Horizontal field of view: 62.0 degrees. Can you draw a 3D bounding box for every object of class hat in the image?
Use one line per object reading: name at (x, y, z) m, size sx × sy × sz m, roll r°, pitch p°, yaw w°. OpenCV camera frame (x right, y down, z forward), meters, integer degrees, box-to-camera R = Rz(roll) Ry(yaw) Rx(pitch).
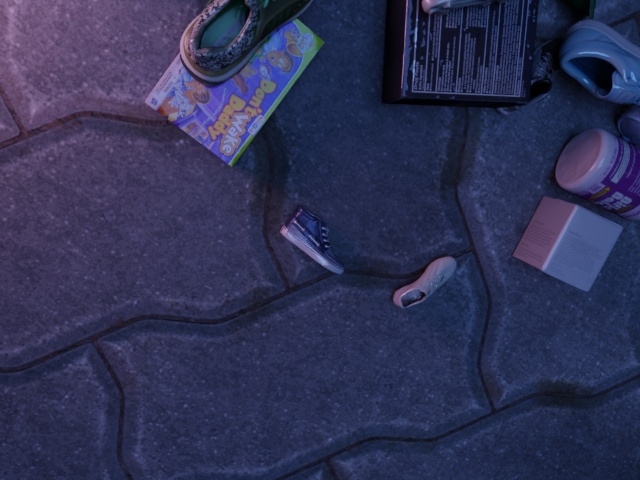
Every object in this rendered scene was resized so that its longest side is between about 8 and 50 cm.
hat at (0.560, -0.619, 1.268) m, size 0.183 × 0.173 × 0.209 m, roll 8°, pitch 104°, yaw 25°

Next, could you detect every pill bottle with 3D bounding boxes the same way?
pill bottle at (0.766, -0.150, 1.341) m, size 0.301 × 0.169 × 0.169 m, roll 22°, pitch 98°, yaw -12°

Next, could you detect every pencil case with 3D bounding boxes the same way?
pencil case at (0.886, -0.358, 1.339) m, size 0.124 × 0.113 × 0.273 m, roll 44°, pitch 92°, yaw 8°

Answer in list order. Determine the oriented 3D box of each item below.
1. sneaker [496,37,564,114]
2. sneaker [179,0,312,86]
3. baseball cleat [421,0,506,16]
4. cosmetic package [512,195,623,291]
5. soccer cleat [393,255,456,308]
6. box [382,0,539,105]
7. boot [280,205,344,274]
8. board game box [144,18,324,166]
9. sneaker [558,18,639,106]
sneaker at (0.531, -0.390, 1.270) m, size 0.086 × 0.132 × 0.229 m, roll 40°, pitch 94°, yaw -15°
sneaker at (-0.117, -0.477, 1.044) m, size 0.158 × 0.182 × 0.410 m, roll 39°, pitch 94°, yaw -15°
baseball cleat at (0.297, -0.513, 1.055) m, size 0.205 × 0.072 × 0.110 m, roll -14°, pitch 96°, yaw -9°
cosmetic package at (0.627, 0.004, 1.364) m, size 0.151 × 0.151 × 0.184 m, roll 23°, pitch 99°, yaw -13°
soccer cleat at (0.276, 0.114, 1.373) m, size 0.196 × 0.076 × 0.068 m, roll -35°, pitch 105°, yaw 0°
box at (0.303, -0.456, 1.194) m, size 0.293 × 0.183 × 0.297 m, roll 0°, pitch 100°, yaw -9°
boot at (0.000, 0.000, 1.308) m, size 0.190 × 0.069 × 0.086 m, roll 36°, pitch 98°, yaw -13°
board game box at (-0.189, -0.375, 1.191) m, size 0.233 × 0.078 × 0.347 m, roll 36°, pitch 95°, yaw -14°
sneaker at (0.705, -0.353, 1.221) m, size 0.365 × 0.135 × 0.150 m, roll 31°, pitch 66°, yaw 8°
